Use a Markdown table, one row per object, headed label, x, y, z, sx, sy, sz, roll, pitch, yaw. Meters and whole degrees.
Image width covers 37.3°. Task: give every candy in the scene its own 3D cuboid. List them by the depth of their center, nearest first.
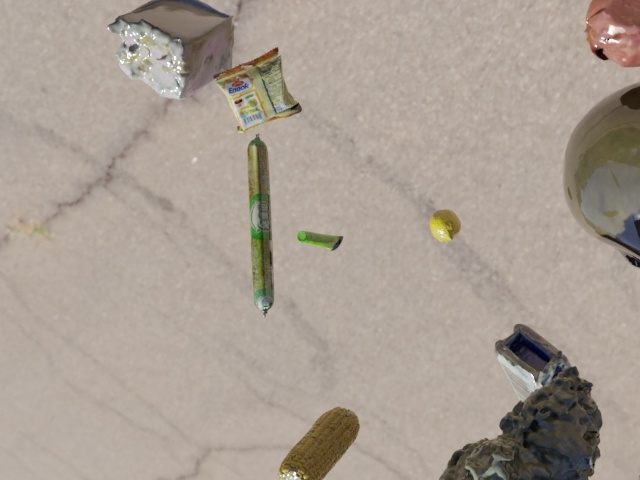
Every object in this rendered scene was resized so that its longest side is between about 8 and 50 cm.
| label | x | y | z | sx | sy | sz | roll | pitch | yaw |
| --- | --- | --- | --- | --- | --- | --- | --- | --- | --- |
| candy | -0.285 | -0.388 | 1.863 | 0.185 | 0.195 | 0.137 | 28 | 135 | 19 |

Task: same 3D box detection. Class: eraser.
| label | x | y | z | sx | sy | sz | roll | pitch | yaw |
| --- | --- | --- | --- | --- | --- | --- | --- | --- | --- |
| eraser | 0.483 | 0.322 | 1.997 | 0.155 | 0.101 | 0.332 | 42 | 170 | 50 |

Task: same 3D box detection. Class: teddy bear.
| label | x | y | z | sx | sy | sz | roll | pitch | yaw |
| --- | --- | --- | --- | --- | --- | --- | --- | --- | --- |
| teddy bear | 0.326 | 0.373 | 1.450 | 0.224 | 0.367 | 0.357 | 36 | 177 | 39 |

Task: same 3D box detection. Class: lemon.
| label | x | y | z | sx | sy | sz | roll | pitch | yaw |
| --- | --- | --- | --- | --- | --- | --- | --- | --- | --- |
| lemon | 0.256 | -0.030 | 1.945 | 0.065 | 0.092 | 0.065 | -3 | 124 | -5 |

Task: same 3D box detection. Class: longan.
| label | x | y | z | sx | sy | sz | roll | pitch | yaw |
| --- | --- | --- | --- | --- | --- | --- | --- | --- | --- |
| longan | 0.580 | -0.099 | 1.557 | 0.361 | 0.361 | 0.361 | 21 | 145 | 16 |

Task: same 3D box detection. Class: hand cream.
| label | x | y | z | sx | sy | sz | roll | pitch | yaw |
| --- | --- | --- | --- | --- | --- | --- | --- | --- | --- |
| hand cream | 0.000 | 0.000 | 1.761 | 0.023 | 0.036 | 0.122 | 44 | -161 | 32 |

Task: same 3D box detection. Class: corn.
| label | x | y | z | sx | sy | sz | roll | pitch | yaw |
| --- | --- | --- | --- | --- | --- | --- | --- | --- | --- |
| corn | -0.001 | 0.363 | 1.650 | 0.080 | 0.238 | 0.080 | 11 | 114 | 26 |

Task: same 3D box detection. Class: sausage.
| label | x | y | z | sx | sy | sz | roll | pitch | yaw |
| --- | --- | --- | --- | --- | --- | --- | --- | --- | --- |
| sausage | -0.085 | -0.024 | 1.341 | 0.033 | 0.269 | 0.033 | -3 | 167 | -1 |
| sausage | 0.565 | -0.363 | 1.532 | 0.279 | 0.152 | 0.152 | -12 | 139 | -2 |

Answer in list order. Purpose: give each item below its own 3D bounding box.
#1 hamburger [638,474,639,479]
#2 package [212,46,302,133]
| label | x | y | z | sx | sy | sz | roll | pitch | yaw |
| --- | --- | --- | --- | --- | --- | --- | --- | --- | --- |
| hamburger | 0.706 | 0.468 | 1.745 | 0.170 | 0.314 | 0.290 | 20 | 159 | -8 |
| package | -0.095 | -0.225 | 1.449 | 0.108 | 0.031 | 0.121 | -24 | 134 | -2 |
